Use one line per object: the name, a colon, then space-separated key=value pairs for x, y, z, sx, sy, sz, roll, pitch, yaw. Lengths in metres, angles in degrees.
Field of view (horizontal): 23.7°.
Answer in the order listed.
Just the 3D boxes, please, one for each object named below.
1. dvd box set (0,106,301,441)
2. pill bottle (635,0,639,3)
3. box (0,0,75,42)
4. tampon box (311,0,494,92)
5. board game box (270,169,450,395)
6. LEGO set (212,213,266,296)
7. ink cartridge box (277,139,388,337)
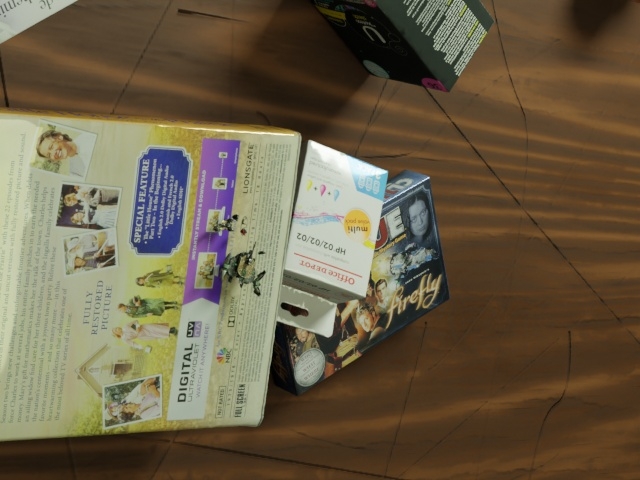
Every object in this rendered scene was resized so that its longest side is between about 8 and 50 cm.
dvd box set: x=-0.223 y=0.033 z=1.427 sx=0.420 sy=0.062 sz=0.308 roll=0 pitch=102 yaw=-36
pill bottle: x=0.446 y=-0.407 z=1.871 sx=0.130 sy=0.130 sz=0.246 roll=40 pitch=76 yaw=-42
box: x=-0.308 y=-0.194 z=1.307 sx=0.324 sy=0.067 sz=0.063 roll=-35 pitch=125 yaw=-27
tampon box: x=0.080 y=-0.248 z=1.600 sx=0.101 sy=0.120 sz=0.161 roll=-56 pitch=132 yaw=-13
board game box: x=0.037 y=0.045 z=1.715 sx=0.243 sy=0.042 sz=0.165 roll=-31 pitch=122 yaw=-31
LEGO set: x=-0.080 y=0.016 z=1.476 sx=0.054 sy=0.023 sz=0.083 roll=-12 pitch=96 yaw=-36
ink cartridge box: x=0.000 y=0.000 z=1.600 sx=0.104 sy=0.061 sz=0.181 roll=19 pitch=72 yaw=-27
